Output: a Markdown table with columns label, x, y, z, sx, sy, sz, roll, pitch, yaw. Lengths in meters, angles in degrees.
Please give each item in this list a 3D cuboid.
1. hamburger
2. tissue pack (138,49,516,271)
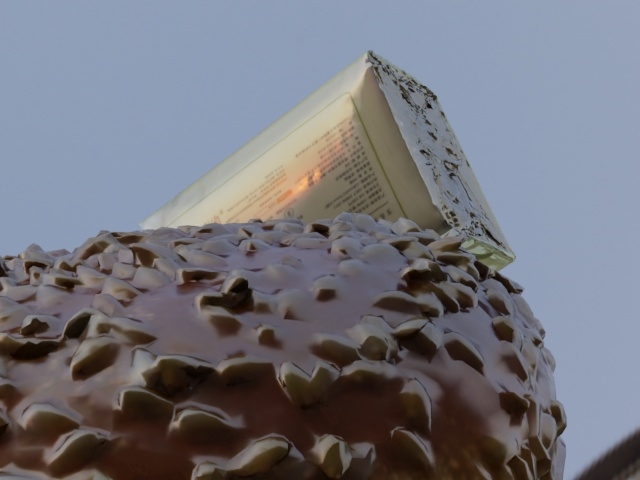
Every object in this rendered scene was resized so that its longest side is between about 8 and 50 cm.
| label | x | y | z | sx | sy | sz | roll | pitch | yaw |
| --- | --- | --- | --- | --- | --- | --- | --- | --- | --- |
| hamburger | -0.044 | 0.107 | 0.438 | 0.291 | 0.291 | 0.225 | -13 | -79 | -14 |
| tissue pack | 0.000 | 0.000 | 1.025 | 0.234 | 0.125 | 0.159 | -36 | -121 | 22 |
